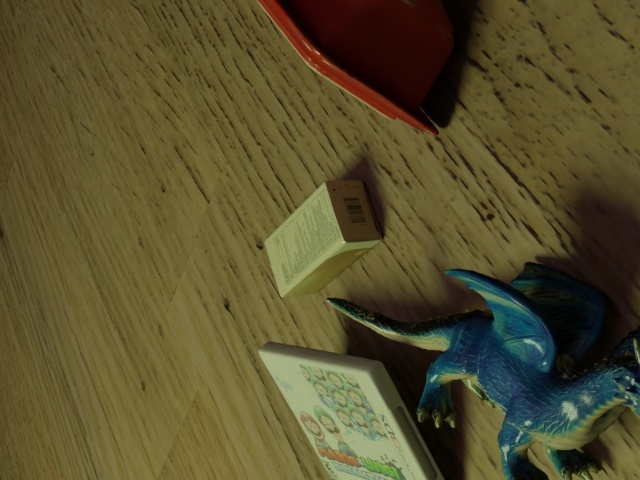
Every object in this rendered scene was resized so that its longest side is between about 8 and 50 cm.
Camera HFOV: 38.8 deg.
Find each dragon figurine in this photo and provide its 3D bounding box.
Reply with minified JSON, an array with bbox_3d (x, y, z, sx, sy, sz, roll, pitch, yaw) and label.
[{"bbox_3d":[0.125,0.060,0.573,0.289,0.085,0.144,39,124,47],"label":"dragon figurine"}]

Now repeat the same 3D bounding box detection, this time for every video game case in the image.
[{"bbox_3d":[0.026,0.149,0.724,0.157,0.019,0.143,0,123,56],"label":"video game case"}]

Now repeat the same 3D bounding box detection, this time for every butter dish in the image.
[{"bbox_3d":[0.038,-0.176,0.655,0.118,0.160,0.160,-47,51,18],"label":"butter dish"}]

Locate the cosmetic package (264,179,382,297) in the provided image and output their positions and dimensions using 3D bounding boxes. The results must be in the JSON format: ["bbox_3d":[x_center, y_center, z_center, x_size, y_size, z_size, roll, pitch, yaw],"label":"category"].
[{"bbox_3d":[0.000,0.000,0.789,0.115,0.041,0.060,-40,61,50],"label":"cosmetic package"}]
